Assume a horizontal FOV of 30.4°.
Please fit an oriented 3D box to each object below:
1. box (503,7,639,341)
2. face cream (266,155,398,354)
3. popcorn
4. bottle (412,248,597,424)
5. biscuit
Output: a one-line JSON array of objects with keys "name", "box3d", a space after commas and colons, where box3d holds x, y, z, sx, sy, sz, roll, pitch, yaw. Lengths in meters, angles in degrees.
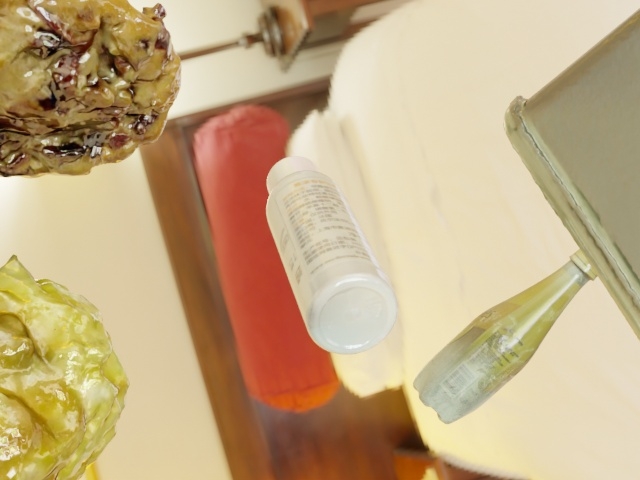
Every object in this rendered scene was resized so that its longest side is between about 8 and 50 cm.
[{"name": "box", "box3d": [0.264, -0.036, 0.778, 0.178, 0.138, 0.274, -44, 60, 26]}, {"name": "face cream", "box3d": [0.000, 0.000, 1.073, 0.269, 0.082, 0.082, -113, 12, -60]}, {"name": "popcorn", "box3d": [-0.283, 0.126, 0.945, 0.225, 0.249, 0.249, 55, 166, 4]}, {"name": "bottle", "box3d": [0.229, 0.108, 1.402, 0.083, 0.269, 0.083, 45, -172, -8]}, {"name": "biscuit", "box3d": [-0.295, -0.144, 1.080, 0.289, 0.334, 0.081, 104, 165, -55]}]
